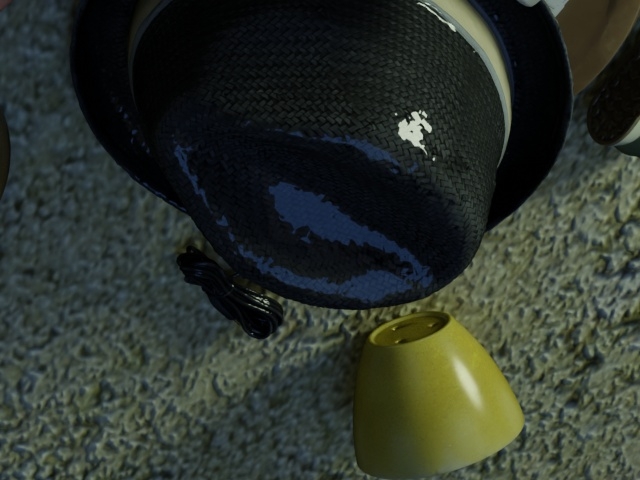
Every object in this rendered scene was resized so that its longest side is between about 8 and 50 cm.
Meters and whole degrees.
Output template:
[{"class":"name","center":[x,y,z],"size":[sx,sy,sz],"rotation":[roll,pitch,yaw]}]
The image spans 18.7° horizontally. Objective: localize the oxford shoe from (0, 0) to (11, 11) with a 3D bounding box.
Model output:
[{"class":"oxford shoe","center":[-0.344,-0.130,1.073],"size":[0.397,0.140,0.146],"rotation":[-27,119,-26]}]

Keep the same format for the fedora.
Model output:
[{"class":"fedora","center":[0.001,-0.064,1.228],"size":[0.334,0.152,0.334],"rotation":[0,132,0]}]

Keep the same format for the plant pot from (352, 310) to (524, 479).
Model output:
[{"class":"plant pot","center":[0.079,0.110,1.487],"size":[0.134,0.134,0.095],"rotation":[-18,105,-5]}]

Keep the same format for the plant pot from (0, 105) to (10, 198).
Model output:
[{"class":"plant pot","center":[-0.318,-0.040,1.262],"size":[0.236,0.032,0.236],"rotation":[-10,131,-12]}]

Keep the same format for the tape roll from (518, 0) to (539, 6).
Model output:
[{"class":"tape roll","center":[0.106,-0.275,1.075],"size":[0.169,0.246,0.246],"rotation":[-39,131,14]}]

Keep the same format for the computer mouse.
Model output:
[{"class":"computer mouse","center":[0.000,0.000,1.406],"size":[0.193,0.042,0.106],"rotation":[-32,131,8]}]

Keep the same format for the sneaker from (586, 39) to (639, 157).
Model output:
[{"class":"sneaker","center":[0.281,-0.132,1.391],"size":[0.086,0.064,0.192],"rotation":[21,119,-42]}]

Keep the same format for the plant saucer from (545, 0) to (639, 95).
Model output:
[{"class":"plant saucer","center":[0.105,-0.171,1.304],"size":[0.278,0.041,0.278],"rotation":[-11,131,-13]}]
